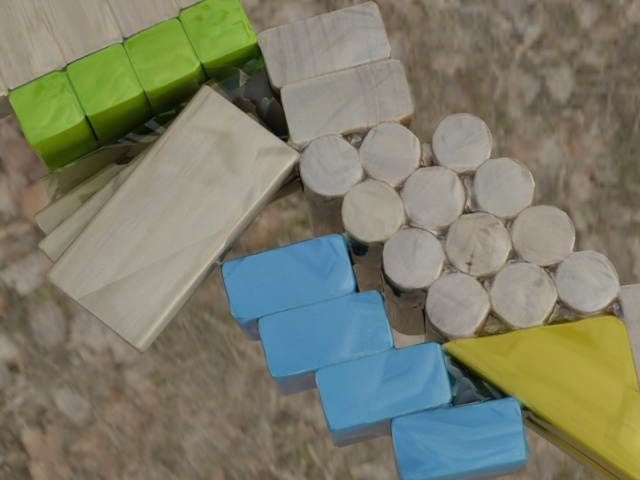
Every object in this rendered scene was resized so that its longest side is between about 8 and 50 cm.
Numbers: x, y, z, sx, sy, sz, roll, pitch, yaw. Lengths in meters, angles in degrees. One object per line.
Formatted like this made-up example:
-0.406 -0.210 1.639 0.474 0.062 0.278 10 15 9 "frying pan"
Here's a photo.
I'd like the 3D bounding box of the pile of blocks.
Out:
0.000 0.000 0.664 0.362 0.112 0.149 40 82 11 "pile of blocks"
